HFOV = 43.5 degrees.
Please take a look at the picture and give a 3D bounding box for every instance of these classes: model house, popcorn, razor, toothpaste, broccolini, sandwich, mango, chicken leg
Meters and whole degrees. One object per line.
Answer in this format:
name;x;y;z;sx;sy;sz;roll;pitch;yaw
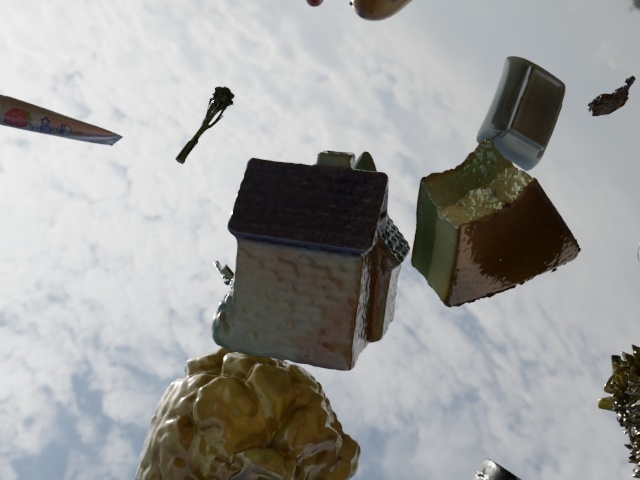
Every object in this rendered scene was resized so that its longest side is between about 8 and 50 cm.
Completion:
model house;0.000;0.000;1.184;0.245;0.280;0.312;8;-166;14
popcorn;-0.132;0.367;1.397;0.344;0.390;0.354;14;-117;-39
razor;-0.241;0.082;1.989;0.084;0.036;0.211;53;169;-19
toothpaste;-0.384;-0.167;1.145;0.194;0.067;0.043;13;-103;-27
broccolini;-0.182;-0.180;1.237;0.030;0.140;0.035;30;171;40
sandwich;0.238;-0.034;1.032;0.220;0.186;0.108;-17;-134;-19
mango;0.136;-0.487;1.528;0.115;0.178;0.090;17;-122;-48
chicken leg;0.449;-0.217;1.228;0.036;0.083;0.021;47;-154;-22

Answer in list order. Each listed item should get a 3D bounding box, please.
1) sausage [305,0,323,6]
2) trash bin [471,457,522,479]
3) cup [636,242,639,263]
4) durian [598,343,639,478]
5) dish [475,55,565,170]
sausage;-0.011;-0.371;1.006;0.034;0.034;0.253;56;170;19
trash bin;0.231;0.487;1.108;0.252;0.301;0.203;39;171;-13
cup;0.782;0.129;1.649;0.253;0.253;0.274;32;-126;-25
durian;0.522;0.238;1.066;0.258;0.258;0.293;37;-172;-18
dish;0.425;-0.265;1.636;0.151;0.212;0.077;26;168;-16
